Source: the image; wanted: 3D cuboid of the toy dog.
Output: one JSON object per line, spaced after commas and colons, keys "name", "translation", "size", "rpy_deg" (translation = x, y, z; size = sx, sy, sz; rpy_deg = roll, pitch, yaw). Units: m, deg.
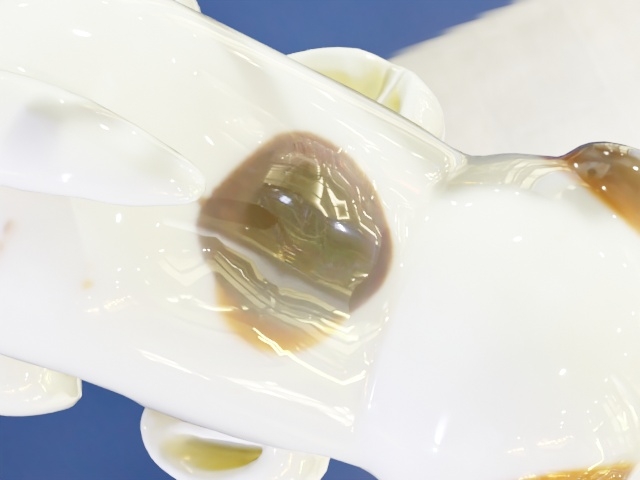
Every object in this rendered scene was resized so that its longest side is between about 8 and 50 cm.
{"name": "toy dog", "translation": [0.000, 0.000, 0.999], "size": [0.408, 0.395, 0.284], "rpy_deg": [21, -108, -9]}
